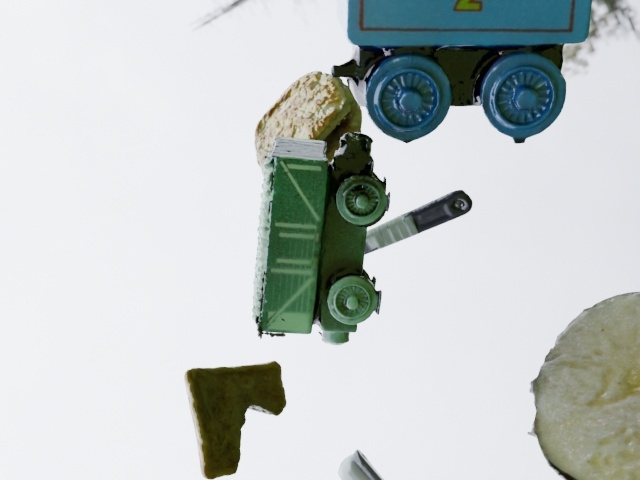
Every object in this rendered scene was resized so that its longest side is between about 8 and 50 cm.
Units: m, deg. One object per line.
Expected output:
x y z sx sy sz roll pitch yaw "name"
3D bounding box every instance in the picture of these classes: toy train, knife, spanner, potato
0.000 0.000 1.356 0.115 0.154 0.269 -102 17 -69 "toy train"
0.118 0.360 1.386 0.265 0.040 0.073 44 -174 32 "knife"
0.083 0.002 1.677 0.087 0.315 0.024 59 -159 -21 "spanner"
0.462 0.314 1.537 0.397 0.290 0.296 -114 -2 -53 "potato"
0.159 -0.264 1.363 0.188 0.300 0.265 -101 11 -67 "toy train"

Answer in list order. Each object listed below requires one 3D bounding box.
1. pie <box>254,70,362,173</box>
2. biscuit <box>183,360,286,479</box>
-0.024 -0.181 1.860 0.084 0.205 0.179 43 179 -38 "pie"
-0.124 0.274 1.771 0.183 0.039 0.174 -6 -107 -37 "biscuit"
